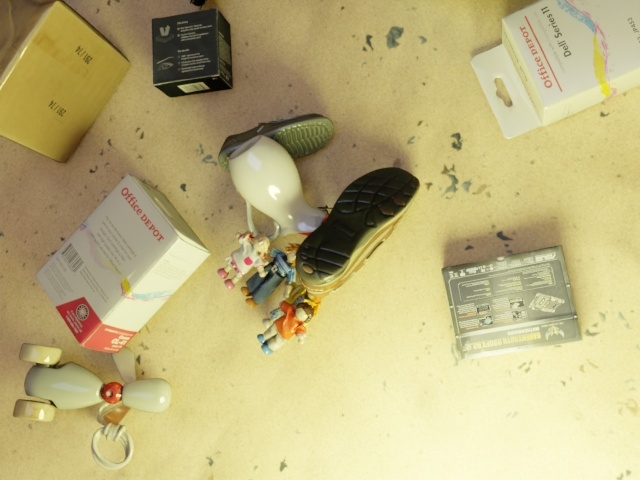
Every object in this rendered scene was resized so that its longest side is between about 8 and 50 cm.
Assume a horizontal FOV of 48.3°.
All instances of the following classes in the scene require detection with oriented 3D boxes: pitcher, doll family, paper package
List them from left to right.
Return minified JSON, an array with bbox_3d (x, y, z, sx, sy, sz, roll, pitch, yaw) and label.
[{"bbox_3d":[-0.611,-0.364,1.539,0.168,0.325,0.310,34,90,16],"label":"paper package"},{"bbox_3d":[-0.112,-0.095,1.448,0.177,0.125,0.207,-24,113,28],"label":"pitcher"},{"bbox_3d":[-0.080,0.092,1.450,0.163,0.118,0.263,-41,72,24],"label":"doll family"}]

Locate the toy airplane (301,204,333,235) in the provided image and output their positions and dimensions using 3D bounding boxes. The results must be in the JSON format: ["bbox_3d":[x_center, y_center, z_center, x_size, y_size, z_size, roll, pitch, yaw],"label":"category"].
[{"bbox_3d":[0.000,0.000,1.479,0.151,0.028,0.151,-3,81,16],"label":"toy airplane"}]

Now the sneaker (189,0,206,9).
[{"bbox_3d":[-0.246,-0.581,1.584,0.051,0.089,0.170,29,79,-18],"label":"sneaker"}]

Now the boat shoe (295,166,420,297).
[{"bbox_3d":[0.069,-0.016,1.401,0.122,0.120,0.324,37,64,24],"label":"boat shoe"}]

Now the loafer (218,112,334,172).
[{"bbox_3d":[-0.097,-0.221,1.500,0.251,0.094,0.087,-15,47,0],"label":"loafer"}]

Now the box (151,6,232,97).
[{"bbox_3d":[-0.282,-0.413,1.579,0.155,0.093,0.158,-5,82,13],"label":"box"}]

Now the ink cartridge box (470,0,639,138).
[{"bbox_3d":[0.481,-0.361,1.360,0.353,0.119,0.207,-24,77,10],"label":"ink cartridge box"}]

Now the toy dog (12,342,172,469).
[{"bbox_3d":[-0.485,0.320,1.518,0.333,0.161,0.220,27,81,4],"label":"toy dog"}]

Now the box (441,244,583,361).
[{"bbox_3d":[0.360,0.121,1.354,0.230,0.056,0.183,-13,80,13],"label":"box"}]

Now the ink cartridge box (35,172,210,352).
[{"bbox_3d":[-0.418,0.051,1.509,0.306,0.131,0.226,-45,61,4],"label":"ink cartridge box"}]
